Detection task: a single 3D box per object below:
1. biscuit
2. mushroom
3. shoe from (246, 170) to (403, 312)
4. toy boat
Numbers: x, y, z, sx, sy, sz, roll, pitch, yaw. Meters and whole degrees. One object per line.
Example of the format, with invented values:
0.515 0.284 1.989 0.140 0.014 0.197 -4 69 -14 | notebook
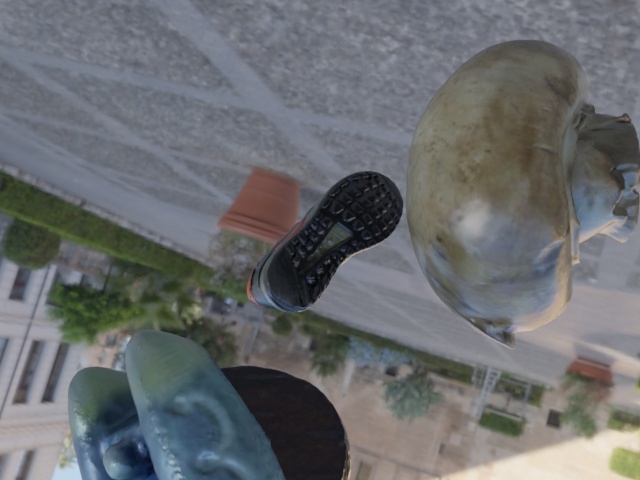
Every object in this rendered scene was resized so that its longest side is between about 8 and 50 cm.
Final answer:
-0.149 0.384 1.333 0.407 0.407 0.091 14 135 27 | biscuit
0.164 -0.036 0.673 0.184 0.255 0.255 0 172 6 | mushroom
0.001 -0.001 0.780 0.074 0.194 0.077 53 146 -11 | shoe
-0.111 0.239 0.613 0.123 0.330 0.215 -20 175 -44 | toy boat
